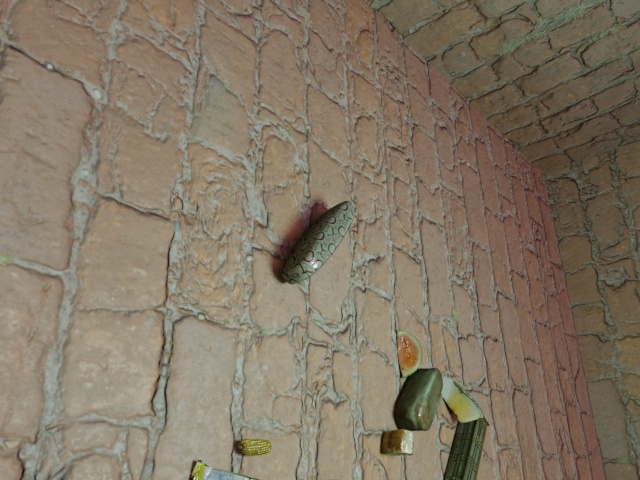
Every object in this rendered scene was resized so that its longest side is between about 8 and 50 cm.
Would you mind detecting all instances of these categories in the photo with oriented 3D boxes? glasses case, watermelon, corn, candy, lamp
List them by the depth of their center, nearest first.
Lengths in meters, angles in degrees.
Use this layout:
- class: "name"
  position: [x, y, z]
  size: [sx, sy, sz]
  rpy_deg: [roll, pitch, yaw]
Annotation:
- class: "corn"
  position: [-0.151, 0.478, 1.228]
  size: [0.092, 0.037, 0.037]
  rpy_deg: [21, 58, -46]
- class: "glasses case"
  position: [0.000, 0.000, 1.542]
  size: [0.085, 0.137, 0.355]
  rpy_deg: [50, 41, -13]
- class: "candy"
  position: [0.326, 0.517, 1.729]
  size: [0.234, 0.104, 0.102]
  rpy_deg: [-43, 110, -50]
- class: "watermelon"
  position: [0.314, 0.384, 1.803]
  size: [0.086, 0.068, 0.164]
  rpy_deg: [21, 56, -45]
- class: "lamp"
  position: [0.512, 0.749, 1.863]
  size: [0.090, 0.089, 0.325]
  rpy_deg: [55, 40, -19]

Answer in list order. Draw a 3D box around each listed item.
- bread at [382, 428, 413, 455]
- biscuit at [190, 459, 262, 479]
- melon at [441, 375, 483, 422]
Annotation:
- class: "bread"
  position: [0.231, 0.607, 1.593]
  size: [0.076, 0.083, 0.070]
  rpy_deg: [29, 50, -40]
- class: "biscuit"
  position: [-0.165, 0.548, 1.188]
  size: [0.291, 0.026, 0.048]
  rpy_deg: [35, 53, -36]
- class: "melon"
  position: [0.502, 0.579, 1.949]
  size: [0.202, 0.093, 0.139]
  rpy_deg: [48, 5, 17]
